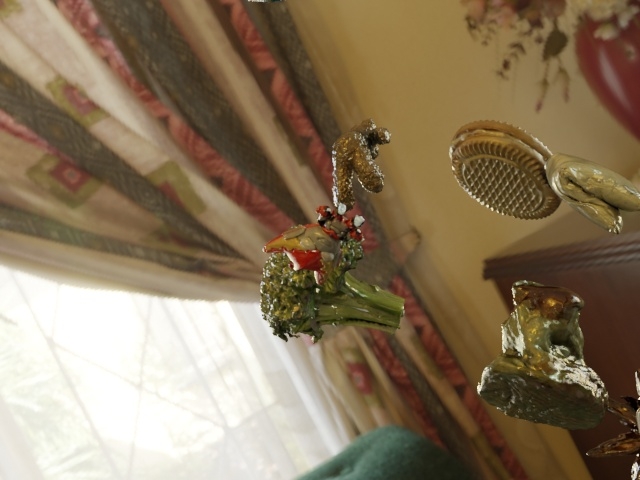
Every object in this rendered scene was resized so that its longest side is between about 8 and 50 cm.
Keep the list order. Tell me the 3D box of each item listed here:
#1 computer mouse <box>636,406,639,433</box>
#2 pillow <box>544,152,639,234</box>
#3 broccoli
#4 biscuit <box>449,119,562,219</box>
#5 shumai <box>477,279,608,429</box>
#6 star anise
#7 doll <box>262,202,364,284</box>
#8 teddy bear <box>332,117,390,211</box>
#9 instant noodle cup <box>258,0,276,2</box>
[{"bbox_3d":[0.610,0.332,1.585,0.102,0.199,0.045,-23,32,8],"label":"computer mouse"},{"bbox_3d":[0.398,-0.077,1.347,0.077,0.134,0.181,-58,-1,12],"label":"pillow"},{"bbox_3d":[0.022,0.067,1.881,0.302,0.249,0.375,-2,-27,-10],"label":"broccoli"},{"bbox_3d":[0.379,-0.141,1.866,0.079,0.259,0.259,-58,15,-26],"label":"biscuit"},{"bbox_3d":[0.399,0.203,1.589,0.222,0.203,0.272,11,-29,17],"label":"shumai"},{"bbox_3d":[0.634,0.370,1.712,0.272,0.272,0.102,-27,-15,6],"label":"star anise"},{"bbox_3d":[0.000,0.000,1.310,0.169,0.109,0.057,-45,20,42],"label":"doll"},{"bbox_3d":[0.084,-0.197,2.114,0.182,0.129,0.251,-26,32,26],"label":"teddy bear"},{"bbox_3d":[-0.081,-0.472,1.340,0.240,0.240,0.178,-27,-11,-15],"label":"instant noodle cup"}]
